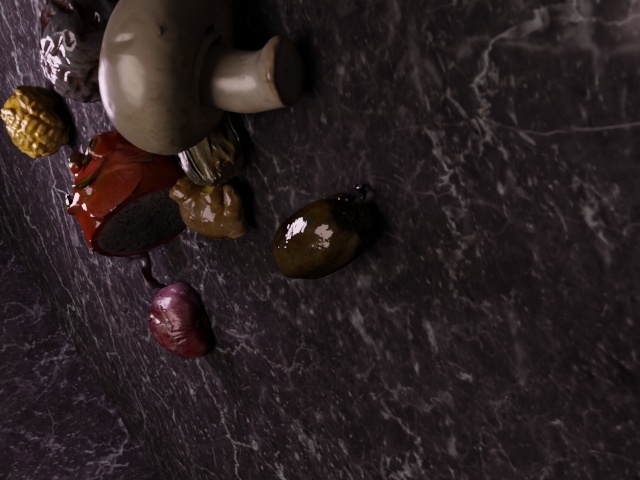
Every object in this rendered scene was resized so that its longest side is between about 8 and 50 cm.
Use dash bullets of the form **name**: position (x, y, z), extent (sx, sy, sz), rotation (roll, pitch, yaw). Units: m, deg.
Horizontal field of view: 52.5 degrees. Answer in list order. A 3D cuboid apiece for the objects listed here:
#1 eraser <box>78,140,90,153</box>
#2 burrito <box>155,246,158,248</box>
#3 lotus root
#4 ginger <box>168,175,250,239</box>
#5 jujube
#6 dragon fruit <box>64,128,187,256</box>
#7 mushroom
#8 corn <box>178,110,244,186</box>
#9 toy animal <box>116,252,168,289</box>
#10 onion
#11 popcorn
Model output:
- **eraser**: position (-0.714, -0.213, 2.034), extent (0.124, 0.068, 0.210), rotation (60, 147, 4)
- **burrito**: position (-0.449, -0.047, 1.774), extent (0.064, 0.064, 0.203), rotation (51, 144, 21)
- **lotus root**: position (0.000, 0.000, 1.102), extent (0.241, 0.124, 0.123), rotation (-38, 68, 56)
- **ginger**: position (-0.244, -0.068, 1.411), extent (0.216, 0.102, 0.157), rotation (14, 144, 33)
- **jujube**: position (-0.553, -0.456, 1.529), extent (0.226, 0.226, 0.317), rotation (64, 153, 2)
- **dragon fruit**: position (-0.454, -0.125, 1.534), extent (0.226, 0.305, 0.305), rotation (54, 145, 19)
- **mushroom**: position (-0.236, -0.302, 1.092), extent (0.356, 0.315, 0.315), rotation (1, 111, 60)
- **corn**: position (-0.261, -0.243, 1.318), extent (0.305, 0.123, 0.122), rotation (55, 145, 15)
- **toy animal**: position (-0.536, 0.016, 1.846), extent (0.090, 0.195, 0.324), rotation (-24, 95, 19)
- **onion**: position (-0.428, 0.242, 1.874), extent (0.283, 0.120, 0.227), rotation (-11, 96, 57)
- **popcorn**: position (-0.947, -0.396, 2.151), extent (0.250, 0.190, 0.250), rotation (44, 154, 28)
